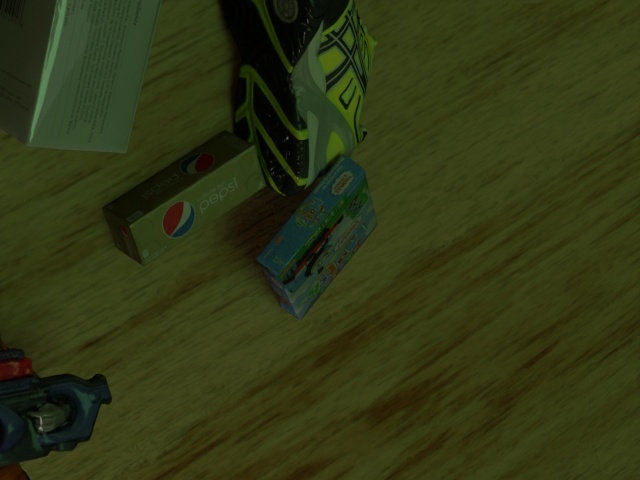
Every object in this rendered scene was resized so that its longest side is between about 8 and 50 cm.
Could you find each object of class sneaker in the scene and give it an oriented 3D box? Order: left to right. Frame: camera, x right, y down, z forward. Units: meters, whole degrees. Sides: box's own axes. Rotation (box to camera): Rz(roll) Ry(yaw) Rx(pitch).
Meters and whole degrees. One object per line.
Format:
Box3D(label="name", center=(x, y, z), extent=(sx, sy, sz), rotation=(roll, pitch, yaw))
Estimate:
Box3D(label="sneaker", center=(-0.015, -0.242, 1.857), extent=(0.147, 0.145, 0.384), rotation=(-30, 139, -37))

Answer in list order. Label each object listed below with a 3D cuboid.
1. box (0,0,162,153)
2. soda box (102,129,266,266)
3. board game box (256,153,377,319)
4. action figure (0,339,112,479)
Box3D(label="box", center=(-0.263, -0.197, 1.609), extent=(0.119, 0.181, 0.181), rotation=(1, 110, -42))
Box3D(label="soda box", center=(-0.152, -0.049, 1.872), extent=(0.181, 0.058, 0.061), rotation=(-34, 130, -24))
Box3D(label="board game box", center=(0.000, 0.000, 1.980), extent=(0.160, 0.039, 0.211), rotation=(-51, 165, -9))
Box3D(label="action figure", center=(-0.408, 0.221, 1.725), extent=(0.341, 0.178, 0.330), rotation=(1, 103, -38))
